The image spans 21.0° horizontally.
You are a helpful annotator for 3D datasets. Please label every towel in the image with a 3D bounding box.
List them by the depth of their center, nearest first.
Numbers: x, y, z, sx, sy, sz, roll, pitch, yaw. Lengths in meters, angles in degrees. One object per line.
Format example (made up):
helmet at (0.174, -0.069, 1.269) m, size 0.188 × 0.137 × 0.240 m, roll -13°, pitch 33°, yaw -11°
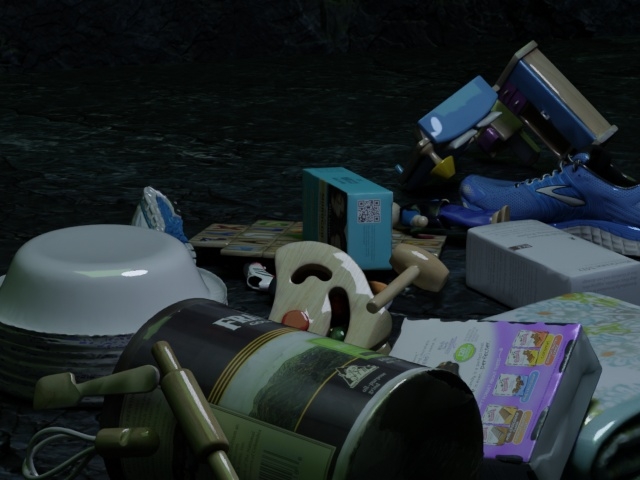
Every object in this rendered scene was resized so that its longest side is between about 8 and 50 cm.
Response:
towel at (0.280, 0.152, 1.821) m, size 0.374 × 0.090 × 0.320 m, roll -13°, pitch 18°, yaw -40°

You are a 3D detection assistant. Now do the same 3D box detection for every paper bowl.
paper bowl at (-0.247, 0.074, 1.962) m, size 0.284 × 0.148 × 0.284 m, roll 1°, pitch 17°, yaw 0°

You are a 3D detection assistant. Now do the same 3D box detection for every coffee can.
coffee can at (-0.026, 0.177, 1.511) m, size 0.275 × 0.201 × 0.201 m, roll 14°, pitch 21°, yaw 38°

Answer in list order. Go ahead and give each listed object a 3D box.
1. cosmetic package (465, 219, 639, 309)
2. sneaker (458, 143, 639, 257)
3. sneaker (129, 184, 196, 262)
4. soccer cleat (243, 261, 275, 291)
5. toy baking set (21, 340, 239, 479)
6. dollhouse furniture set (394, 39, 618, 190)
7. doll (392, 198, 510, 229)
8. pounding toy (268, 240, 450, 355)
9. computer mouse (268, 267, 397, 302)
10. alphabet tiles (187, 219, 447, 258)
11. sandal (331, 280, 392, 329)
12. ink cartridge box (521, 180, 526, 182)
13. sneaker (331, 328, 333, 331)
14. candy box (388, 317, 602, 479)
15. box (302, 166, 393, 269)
cosmetic package at (0.292, 0.043, 2.195) m, size 0.117 × 0.085 × 0.231 m, roll -9°, pitch 18°, yaw -29°
sneaker at (0.359, -0.072, 2.482) m, size 0.330 × 0.147 × 0.130 m, roll 7°, pitch 17°, yaw 23°
sneaker at (-0.222, 0.013, 2.335) m, size 0.071 × 0.083 × 0.191 m, roll 27°, pitch 26°, yaw -27°
soccer cleat at (-0.085, 0.048, 2.266) m, size 0.035 × 0.029 × 0.083 m, roll -5°, pitch 21°, yaw -31°
toy baking set at (-0.169, 0.183, 1.460) m, size 0.030 × 0.197 × 0.256 m, roll 28°, pitch 28°, yaw -51°
dollhouse furniture set at (0.267, -0.118, 2.752) m, size 0.303 × 0.198 × 0.286 m, roll -36°, pitch -12°, yaw -26°
doll at (0.169, -0.034, 2.463) m, size 0.189 × 0.046 × 0.129 m, roll 6°, pitch 15°, yaw 24°
pounding toy at (-0.010, 0.073, 1.740) m, size 0.154 × 0.155 × 0.269 m, roll 36°, pitch 65°, yaw 22°
computer mouse at (0.024, 0.042, 2.267) m, size 0.071 × 0.041 × 0.242 m, roll 13°, pitch 20°, yaw 39°
alphabet tiles at (0.000, 0.000, 2.400) m, size 0.342 × 0.011 × 0.285 m, roll 3°, pitch 9°, yaw 8°
sandal at (0.019, 0.069, 2.108) m, size 0.102 × 0.076 × 0.265 m, roll 5°, pitch 17°, yaw 17°
ink cartridge box at (0.347, -0.076, 2.705) m, size 0.083 × 0.028 × 0.048 m, roll -8°, pitch 18°, yaw -27°
sneaker at (-0.034, 0.135, 1.875) m, size 0.208 × 0.081 × 0.094 m, roll -11°, pitch 17°, yaw -33°
candy box at (0.145, 0.158, 1.639) m, size 0.196 × 0.070 × 0.165 m, roll 1°, pitch 47°, yaw 34°
box at (0.032, -0.031, 2.253) m, size 0.060 × 0.100 × 0.244 m, roll -2°, pitch 10°, yaw -14°
